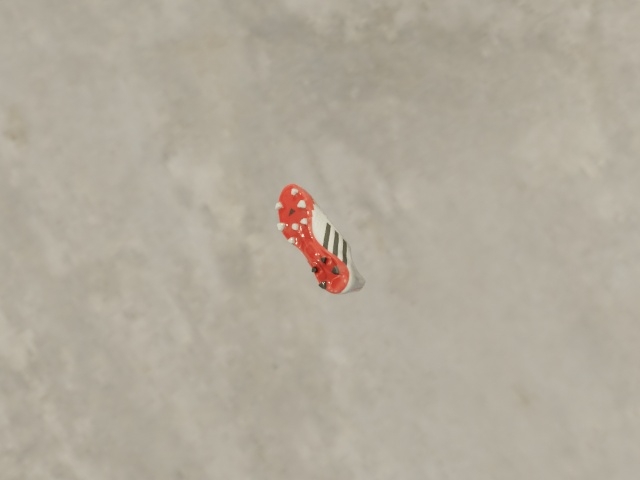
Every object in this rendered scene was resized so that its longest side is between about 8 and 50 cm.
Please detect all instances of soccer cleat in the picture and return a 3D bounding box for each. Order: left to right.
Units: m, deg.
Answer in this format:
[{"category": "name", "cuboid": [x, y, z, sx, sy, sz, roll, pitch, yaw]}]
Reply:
[{"category": "soccer cleat", "cuboid": [0.000, 0.000, 1.005, 0.029, 0.035, 0.083, -45, 59, 24]}]
